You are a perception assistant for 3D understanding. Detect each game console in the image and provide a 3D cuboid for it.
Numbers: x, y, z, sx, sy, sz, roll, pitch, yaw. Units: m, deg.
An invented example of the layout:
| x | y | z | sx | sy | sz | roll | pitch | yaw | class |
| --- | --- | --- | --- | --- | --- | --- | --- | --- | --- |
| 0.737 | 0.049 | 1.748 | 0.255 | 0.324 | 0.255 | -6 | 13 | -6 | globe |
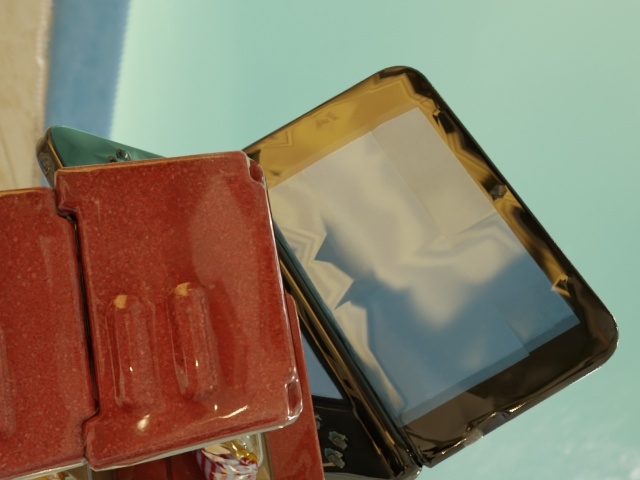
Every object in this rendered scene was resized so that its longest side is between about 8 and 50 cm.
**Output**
| x | y | z | sx | sy | sz | roll | pitch | yaw | class |
| --- | --- | --- | --- | --- | --- | --- | --- | --- | --- |
| 0.000 | 0.000 | 0.890 | 0.250 | 0.293 | 0.173 | 16 | 122 | -48 | game console |

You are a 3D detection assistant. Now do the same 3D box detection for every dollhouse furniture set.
| x | y | z | sx | sy | sz | roll | pitch | yaw | class |
| --- | --- | --- | --- | --- | --- | --- | --- | --- | --- |
| -0.063 | 0.171 | 0.548 | 0.152 | 0.374 | 0.201 | -10 | 159 | 0 | dollhouse furniture set |
